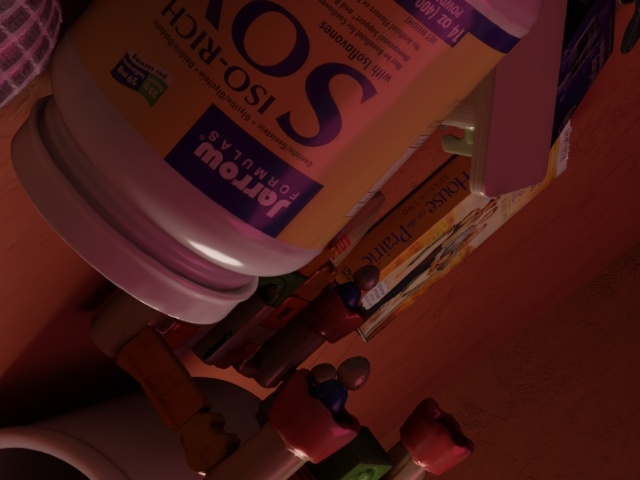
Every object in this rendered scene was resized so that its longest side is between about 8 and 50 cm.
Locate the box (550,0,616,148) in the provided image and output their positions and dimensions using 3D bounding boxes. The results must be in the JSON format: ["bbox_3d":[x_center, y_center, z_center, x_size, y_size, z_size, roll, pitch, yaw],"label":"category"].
[{"bbox_3d":[0.249,-0.208,1.654,0.184,0.103,0.261,-55,165,-3],"label":"box"}]

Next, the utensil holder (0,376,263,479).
[{"bbox_3d":[-0.223,0.337,1.651,0.327,0.327,0.385,-48,165,21],"label":"utensil holder"}]

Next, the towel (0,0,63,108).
[{"bbox_3d":[-0.281,-0.096,0.737,0.283,0.121,0.235,-40,163,-5],"label":"towel"}]

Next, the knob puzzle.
[{"bbox_3d":[0.000,0.000,1.814,0.213,0.030,0.213,-38,163,-14],"label":"knob puzzle"}]

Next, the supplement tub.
[{"bbox_3d":[-0.035,-0.127,1.013,0.331,0.241,0.241,-47,163,16],"label":"supplement tub"}]

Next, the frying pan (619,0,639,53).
[{"bbox_3d":[0.451,-0.367,1.881,0.197,0.053,0.326,-42,166,2],"label":"frying pan"}]

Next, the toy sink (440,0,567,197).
[{"bbox_3d":[0.133,-0.170,1.330,0.153,0.131,0.234,-17,114,-57],"label":"toy sink"}]

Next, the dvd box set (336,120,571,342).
[{"bbox_3d":[0.190,-0.030,2.126,0.420,0.062,0.307,-41,165,-4],"label":"dvd box set"}]

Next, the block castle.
[{"bbox_3d":[-0.016,0.137,1.588,0.213,0.303,0.453,-44,157,10],"label":"block castle"}]
